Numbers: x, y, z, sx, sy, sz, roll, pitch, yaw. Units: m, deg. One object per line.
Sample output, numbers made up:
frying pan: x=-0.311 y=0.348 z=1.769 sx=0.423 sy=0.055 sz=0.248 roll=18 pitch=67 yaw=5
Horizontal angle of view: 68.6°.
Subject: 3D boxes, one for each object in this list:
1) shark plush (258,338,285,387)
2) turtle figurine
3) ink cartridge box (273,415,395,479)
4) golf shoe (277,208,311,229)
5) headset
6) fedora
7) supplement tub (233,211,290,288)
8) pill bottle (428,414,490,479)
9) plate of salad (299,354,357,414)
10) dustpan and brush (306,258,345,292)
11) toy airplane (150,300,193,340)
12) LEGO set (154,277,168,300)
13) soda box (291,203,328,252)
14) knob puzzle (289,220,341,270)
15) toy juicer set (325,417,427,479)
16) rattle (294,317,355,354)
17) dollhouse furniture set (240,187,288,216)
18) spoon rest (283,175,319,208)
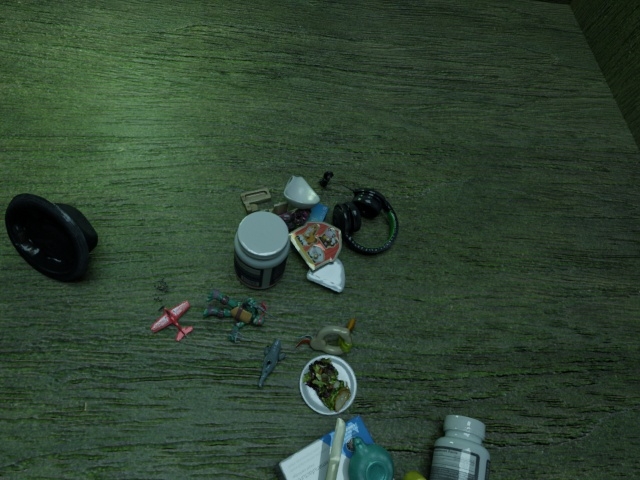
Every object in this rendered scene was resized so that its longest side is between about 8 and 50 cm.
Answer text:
shark plush: x=-0.179 y=0.408 z=1.571 sx=0.073 sy=0.067 sz=0.161 roll=33 pitch=61 yaw=8
turtle figurine: x=-0.279 y=0.256 z=1.613 sx=0.233 sy=0.118 sz=0.176 roll=21 pitch=101 yaw=3
ink cartridge box: x=0.081 y=0.769 z=1.367 sx=0.285 sy=0.166 sz=0.395 roll=-23 pitch=68 yaw=-22
golf shoe: x=-0.116 y=-0.080 z=1.821 sx=0.068 sy=0.185 sz=0.086 roll=68 pitch=25 yaw=-12
headset: x=0.138 y=-0.117 z=1.901 sx=0.243 sy=0.185 sz=0.394 roll=-37 pitch=89 yaw=-22
fedora: x=-0.888 y=-0.029 z=1.597 sx=0.333 sy=0.334 sz=0.152 roll=28 pitch=30 yaw=5
supplement tub: x=-0.208 y=0.039 z=1.647 sx=0.190 sy=0.272 sz=0.191 roll=5 pitch=61 yaw=-9
pill bottle: x=0.430 y=0.721 z=1.455 sx=0.176 sy=0.176 sz=0.319 roll=19 pitch=60 yaw=0
plate of salad: x=0.029 y=0.482 z=1.582 sx=0.199 sy=0.048 sz=0.200 roll=4 pitch=62 yaw=-8
dustpan and brush: x=0.046 y=0.088 z=1.801 sx=0.147 sy=0.060 sz=0.211 roll=23 pitch=67 yaw=1
toy airplane: x=-0.495 y=0.277 z=1.605 sx=0.151 sy=0.028 sz=0.151 roll=4 pitch=63 yaw=-8
LEGO set: x=-0.563 y=0.174 z=1.656 sx=0.054 sy=0.023 sz=0.083 roll=26 pitch=74 yaw=6
soda box: x=-0.040 y=-0.048 z=1.843 sx=0.071 sy=0.067 sz=0.210 roll=23 pitch=60 yaw=2
knob puzzle: x=0.000 y=0.000 z=1.772 sx=0.212 sy=0.030 sz=0.214 roll=6 pitch=63 yaw=-12
toy juicer set: x=0.124 y=0.668 z=1.293 sx=0.328 sy=0.089 sz=0.209 roll=35 pitch=71 yaw=-1
rattle: x=0.016 y=0.321 z=1.657 sx=0.199 sy=0.130 sz=0.143 roll=-6 pitch=48 yaw=16
dollhouse furniture set: x=-0.223 y=-0.158 z=1.836 sx=0.143 sy=0.123 sz=0.151 roll=-15 pitch=66 yaw=-18
spoon rest: x=-0.086 y=-0.191 z=1.813 sx=0.137 sy=0.084 sz=0.276 roll=6 pitch=20 yaw=-17
